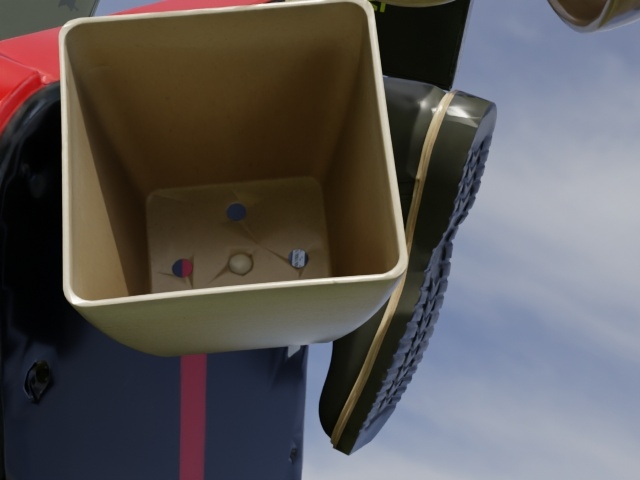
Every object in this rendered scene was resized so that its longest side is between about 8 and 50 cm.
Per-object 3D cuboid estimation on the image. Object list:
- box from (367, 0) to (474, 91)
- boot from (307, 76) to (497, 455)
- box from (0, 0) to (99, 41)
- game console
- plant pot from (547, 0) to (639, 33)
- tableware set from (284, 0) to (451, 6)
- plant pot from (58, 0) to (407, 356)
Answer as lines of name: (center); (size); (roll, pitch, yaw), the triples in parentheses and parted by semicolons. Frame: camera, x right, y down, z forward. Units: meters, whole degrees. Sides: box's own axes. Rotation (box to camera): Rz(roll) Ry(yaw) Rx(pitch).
box: (0.043, -0.237, 1.156); (0.184, 0.045, 0.191); (17, -58, 10)
boot: (0.000, 0.000, 0.731); (0.137, 0.198, 0.077); (21, 9, 15)
box: (-0.257, -0.214, 1.121); (0.094, 0.113, 0.275); (17, 21, -25)
game console: (-0.099, 0.063, 0.770); (0.060, 0.342, 0.387); (13, -66, 23)
plant pot: (0.184, -0.248, 0.810); (0.109, 0.237, 0.237); (-13, -37, -4)
tableware set: (0.030, -0.192, 0.612); (0.128, 0.194, 0.039); (-9, -25, -9)
plant pot: (-0.030, -0.012, 0.495); (0.109, 0.109, 0.096); (-5, -26, -2)
